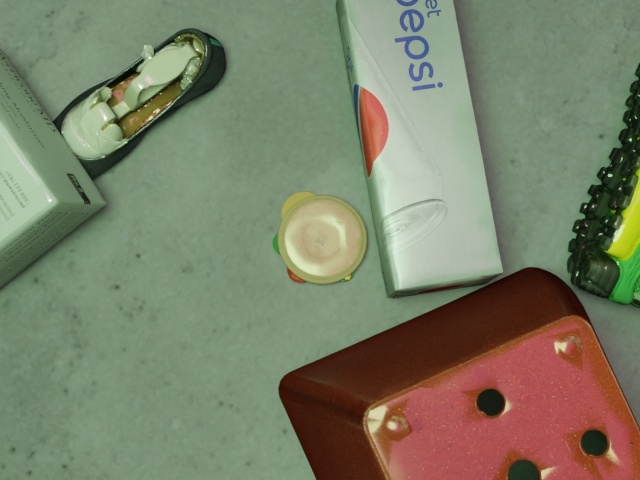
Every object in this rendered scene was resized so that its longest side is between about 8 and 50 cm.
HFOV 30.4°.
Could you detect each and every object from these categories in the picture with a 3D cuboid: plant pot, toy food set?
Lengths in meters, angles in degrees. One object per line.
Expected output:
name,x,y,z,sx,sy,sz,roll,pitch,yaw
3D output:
plant pot,0.136,0.179,0.935,0.267,0.236,0.267,-24,84,-4
toy food set,0.000,0.000,1.058,0.083,0.020,0.082,12,83,-1

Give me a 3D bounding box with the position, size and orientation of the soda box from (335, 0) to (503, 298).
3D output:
soda box,0.083,-0.097,1.038,0.098,0.091,0.286,-9,83,-3

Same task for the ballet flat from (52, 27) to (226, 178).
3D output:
ballet flat,-0.173,-0.122,1.041,0.203,0.074,0.074,-36,86,-6

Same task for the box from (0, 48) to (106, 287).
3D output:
box,-0.314,-0.050,0.984,0.182,0.119,0.181,-37,85,8

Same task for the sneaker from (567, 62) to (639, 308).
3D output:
sneaker,0.346,-0.094,1.043,0.146,0.134,0.343,23,92,-6
